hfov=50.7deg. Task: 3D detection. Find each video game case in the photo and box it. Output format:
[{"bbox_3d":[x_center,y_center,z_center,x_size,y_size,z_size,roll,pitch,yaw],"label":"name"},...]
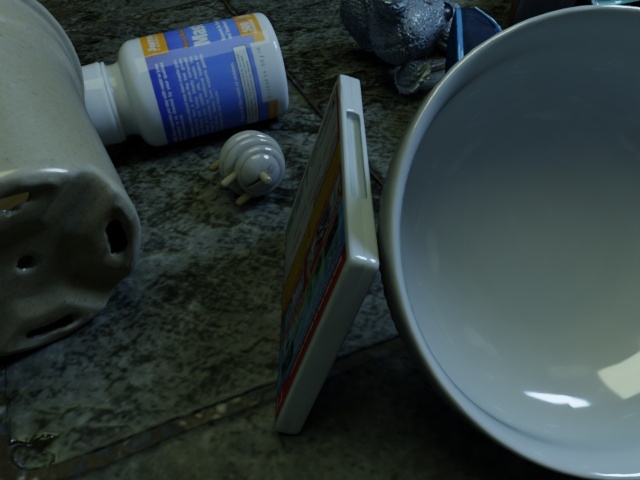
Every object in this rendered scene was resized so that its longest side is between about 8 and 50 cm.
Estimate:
[{"bbox_3d":[0.000,0.000,0.622,0.025,0.204,0.285,14,38,-11],"label":"video game case"}]

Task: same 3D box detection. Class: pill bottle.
[{"bbox_3d":[-0.194,-0.220,0.958,0.272,0.152,0.152,-16,40,-11],"label":"pill bottle"}]

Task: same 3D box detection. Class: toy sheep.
[{"bbox_3d":[-0.086,-0.092,0.838,0.091,0.091,0.132,-20,35,-15],"label":"toy sheep"}]

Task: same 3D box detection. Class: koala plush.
[{"bbox_3d":[0.125,-0.336,1.034,0.203,0.196,0.221,-12,38,14],"label":"koala plush"}]

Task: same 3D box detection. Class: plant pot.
[{"bbox_3d":[-0.349,-0.063,0.693,0.334,0.334,0.305,-28,54,-23],"label":"plant pot"}]

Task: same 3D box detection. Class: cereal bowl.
[{"bbox_3d":[0.204,0.002,0.537,0.339,0.339,0.141,-12,0,-5],"label":"cereal bowl"}]

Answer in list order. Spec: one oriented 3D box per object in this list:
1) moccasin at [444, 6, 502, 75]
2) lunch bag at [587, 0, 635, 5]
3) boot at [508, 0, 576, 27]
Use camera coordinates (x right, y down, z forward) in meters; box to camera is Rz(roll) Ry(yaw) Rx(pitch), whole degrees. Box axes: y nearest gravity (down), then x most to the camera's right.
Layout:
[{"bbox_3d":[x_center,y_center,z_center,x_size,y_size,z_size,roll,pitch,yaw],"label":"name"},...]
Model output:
[{"bbox_3d":[0.230,-0.178,0.877,0.117,0.137,0.342,-1,53,2],"label":"moccasin"},{"bbox_3d":[0.590,-0.533,1.209,0.262,0.160,0.223,-9,38,7],"label":"lunch bag"},{"bbox_3d":[0.345,-0.482,1.204,0.096,0.264,0.280,15,9,-25],"label":"boot"}]
